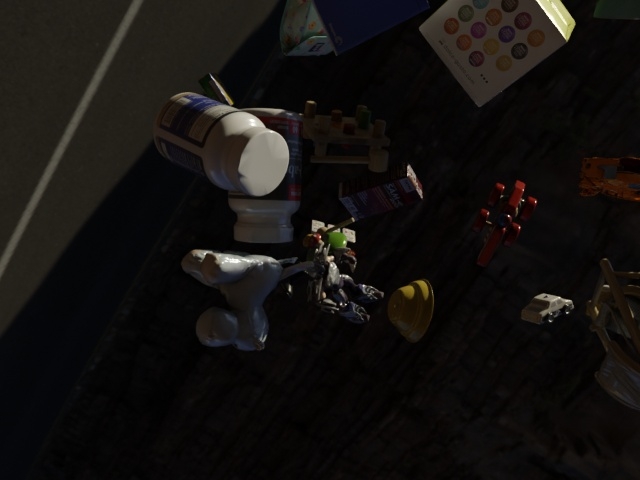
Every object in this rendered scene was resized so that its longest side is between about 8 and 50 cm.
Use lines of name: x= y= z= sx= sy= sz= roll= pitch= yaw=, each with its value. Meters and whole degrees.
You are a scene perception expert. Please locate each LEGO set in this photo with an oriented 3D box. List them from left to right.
LEGO set: x=0.047 y=0.028 z=2.121 sx=0.244 sy=0.182 sz=0.060 roll=-91 pitch=-162 yaw=-54

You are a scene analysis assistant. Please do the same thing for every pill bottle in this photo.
pill bottle: x=-0.194 y=-0.186 z=1.067 sx=0.153 sy=0.265 sz=0.153 roll=-29 pitch=133 yaw=-36
pill bottle: x=-0.158 y=-0.181 z=1.566 sx=0.210 sy=0.210 sz=0.362 roll=-53 pitch=145 yaw=-84

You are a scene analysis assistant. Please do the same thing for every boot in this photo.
boot: x=-0.086 y=0.128 z=1.809 sx=0.099 sy=0.045 sz=0.121 roll=-34 pitch=-147 yaw=2

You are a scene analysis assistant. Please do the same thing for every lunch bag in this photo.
lunch bag: x=-0.022 y=-0.808 z=2.038 sx=0.223 sy=0.160 sz=0.262 roll=-20 pitch=142 yaw=-40

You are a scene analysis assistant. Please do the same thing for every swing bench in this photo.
swing bench: x=0.652 y=0.204 z=1.123 sx=0.253 sy=0.165 sz=0.254 roll=57 pitch=39 yaw=-57

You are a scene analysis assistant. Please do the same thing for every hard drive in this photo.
hard drive: x=0.147 y=-0.739 z=1.678 sx=0.319 sy=0.210 sz=0.040 roll=-26 pitch=-164 yaw=3

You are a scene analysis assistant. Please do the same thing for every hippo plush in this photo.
hippo plush: x=-0.206 y=0.150 z=1.369 sx=0.234 sy=0.294 sz=0.236 roll=8 pitch=-88 yaw=64

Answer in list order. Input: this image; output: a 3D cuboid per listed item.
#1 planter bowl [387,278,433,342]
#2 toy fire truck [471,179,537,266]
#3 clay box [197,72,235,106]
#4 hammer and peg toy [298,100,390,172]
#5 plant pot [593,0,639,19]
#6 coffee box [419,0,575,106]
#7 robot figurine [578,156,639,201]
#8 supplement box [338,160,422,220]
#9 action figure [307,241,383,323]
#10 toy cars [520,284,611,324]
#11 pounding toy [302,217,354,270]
planter bowl: x=0.284 y=0.225 z=1.831 sx=0.217 sy=0.090 sz=0.217 roll=-166 pitch=-90 yaw=-75
toy fire truck: x=0.686 y=-0.067 z=2.074 sx=0.254 sy=0.169 sz=0.302 roll=-51 pitch=164 yaw=-55
clay box: x=-0.358 y=-0.519 z=1.912 sx=0.053 sy=0.127 sz=0.222 roll=-31 pitch=-162 yaw=7
hammer and peg toy: x=0.077 y=-0.339 z=1.737 sx=0.361 sy=0.266 sz=0.127 roll=-117 pitch=-149 yaw=-59
plant pot: x=0.912 y=-0.706 z=1.478 sx=0.290 sy=0.290 sz=0.195 roll=-56 pitch=148 yaw=-61
coffee box: x=0.598 y=-0.719 z=1.831 sx=0.334 sy=0.337 sz=0.338 roll=-35 pitch=-173 yaw=40
robot figurine: x=0.739 y=-0.126 z=1.224 sx=0.211 sy=0.291 sz=0.085 roll=13 pitch=89 yaw=-63
supplement box: x=0.193 y=-0.156 z=1.761 sx=0.239 sy=0.130 sz=0.073 roll=-17 pitch=-132 yaw=25
action figure: x=0.053 y=0.117 z=1.445 sx=0.285 sy=0.099 sz=0.185 roll=42 pitch=62 yaw=-45
toy cars: x=0.874 y=0.206 z=1.852 sx=0.176 sy=0.394 sz=0.087 roll=-61 pitch=144 yaw=-74
pounding toy: x=0.000 y=0.000 z=1.940 sx=0.183 sy=0.110 sz=0.237 roll=-29 pitch=-152 yaw=42
